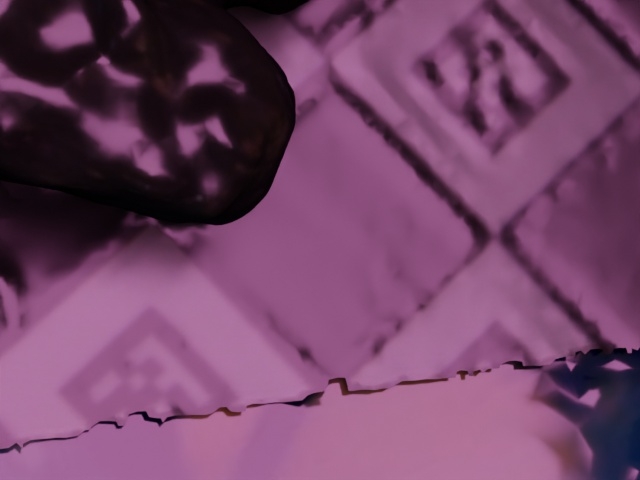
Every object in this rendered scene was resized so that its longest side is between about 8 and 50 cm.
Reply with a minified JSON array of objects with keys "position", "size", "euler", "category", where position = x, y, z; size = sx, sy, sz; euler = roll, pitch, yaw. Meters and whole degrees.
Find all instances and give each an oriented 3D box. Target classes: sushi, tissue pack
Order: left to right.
[{"position":[-0.041,-0.077,0.348],"size":[0.231,0.047,0.219],"euler":[-8,80,-13],"category":"sushi"},{"position":[0.000,0.000,0.447],"size":[0.287,0.162,0.388],"euler":[-18,82,-18],"category":"tissue pack"}]
